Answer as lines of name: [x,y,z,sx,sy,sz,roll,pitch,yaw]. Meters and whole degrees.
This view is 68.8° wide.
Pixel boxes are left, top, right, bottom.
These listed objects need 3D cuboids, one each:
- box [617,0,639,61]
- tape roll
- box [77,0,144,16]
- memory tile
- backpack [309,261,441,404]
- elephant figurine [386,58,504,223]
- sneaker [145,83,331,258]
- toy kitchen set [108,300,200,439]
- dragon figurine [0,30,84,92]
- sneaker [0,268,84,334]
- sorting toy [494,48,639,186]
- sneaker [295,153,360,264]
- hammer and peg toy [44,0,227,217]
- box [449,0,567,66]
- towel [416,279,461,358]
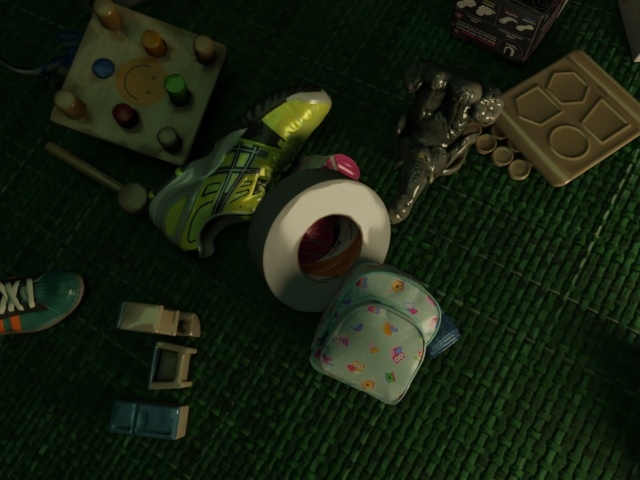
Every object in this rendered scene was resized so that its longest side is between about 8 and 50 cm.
box: [0.591,-0.419,0.795,0.091,0.130,0.170,-4,75,9]
tape roll: [0.000,0.000,0.734,0.219,0.219,0.072,-44,36,-4]
box: [-0.469,-0.595,0.930,0.169,0.290,0.087,-27,73,2]
memory tile: [0.336,-0.185,0.835,0.113,0.012,0.148,-43,74,-4]
backpack: [0.085,0.132,0.700,0.166,0.144,0.188,27,90,0]
elephant figurine: [0.182,-0.168,0.792,0.186,0.239,0.169,-3,36,-31]
sneaker: [-0.123,-0.119,0.837,0.385,0.145,0.147,-39,79,8]
toy kitchen set: [-0.292,0.209,0.748,0.122,0.166,0.206,2,75,10]
dragon figurine: [-0.514,-0.378,0.983,0.290,0.085,0.143,15,76,8]
sneaker: [-0.591,0.119,0.844,0.303,0.121,0.108,-17,73,4]
sorting toy: [0.424,-0.213,0.809,0.208,0.038,0.193,-33,72,-5]
sneaker: [-0.029,-0.039,0.816,0.252,0.103,0.111,-61,35,5]
hammer and peg toy: [-0.355,-0.243,0.864,0.266,0.127,0.360,20,83,-5]
box: [0.370,-0.473,0.840,0.163,0.142,0.247,33,81,17]
towel: [0.170,0.127,0.768,0.067,0.029,0.119,-36,72,-2]
